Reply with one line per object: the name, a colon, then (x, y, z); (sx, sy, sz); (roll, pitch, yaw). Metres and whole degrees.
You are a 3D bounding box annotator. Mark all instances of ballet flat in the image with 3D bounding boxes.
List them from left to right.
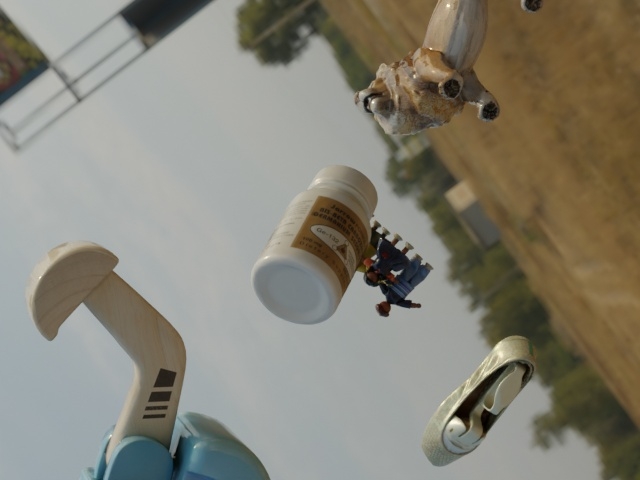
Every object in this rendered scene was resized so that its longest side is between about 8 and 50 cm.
ballet flat: (0.154, 0.165, 1.432); (0.057, 0.168, 0.052); (26, -161, -18)

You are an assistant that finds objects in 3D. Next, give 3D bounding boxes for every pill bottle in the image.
pill bottle: (0.000, 0.000, 2.079); (0.131, 0.131, 0.229); (51, -139, -22)

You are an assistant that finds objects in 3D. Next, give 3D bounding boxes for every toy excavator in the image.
toy excavator: (-0.201, 0.259, 1.825); (0.433, 0.445, 0.222); (17, 180, -19)

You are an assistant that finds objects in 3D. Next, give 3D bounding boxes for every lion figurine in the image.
lion figurine: (0.198, -0.316, 2.101); (0.142, 0.392, 0.240); (21, -167, -25)

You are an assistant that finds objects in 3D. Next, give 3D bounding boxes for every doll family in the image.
doll family: (0.084, 0.036, 2.276); (0.193, 0.111, 0.076); (39, 172, 18)
